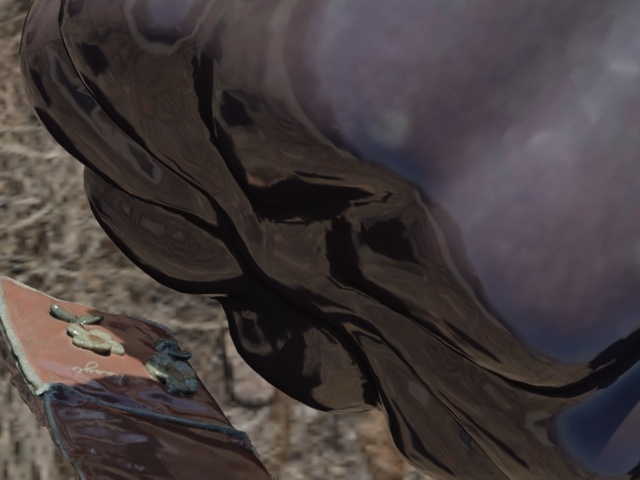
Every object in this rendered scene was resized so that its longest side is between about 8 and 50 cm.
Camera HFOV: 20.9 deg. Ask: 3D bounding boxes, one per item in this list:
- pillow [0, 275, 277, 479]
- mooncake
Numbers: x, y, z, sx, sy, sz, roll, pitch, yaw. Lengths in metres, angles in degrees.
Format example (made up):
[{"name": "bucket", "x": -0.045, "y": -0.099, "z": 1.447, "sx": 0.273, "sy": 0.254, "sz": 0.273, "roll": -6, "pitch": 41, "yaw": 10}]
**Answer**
[{"name": "pillow", "x": -0.088, "y": 0.093, "z": 0.866, "sx": 0.126, "sy": 0.232, "sz": 0.043, "roll": 14, "pitch": 108, "yaw": -32}, {"name": "mooncake", "x": 0.032, "y": -0.034, "z": 0.637, "sx": 0.154, "sy": 0.306, "sz": 0.306, "roll": -47, "pitch": 115, "yaw": -18}]
